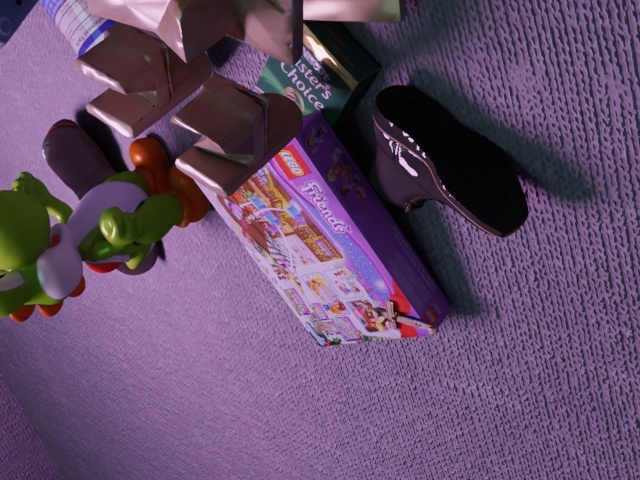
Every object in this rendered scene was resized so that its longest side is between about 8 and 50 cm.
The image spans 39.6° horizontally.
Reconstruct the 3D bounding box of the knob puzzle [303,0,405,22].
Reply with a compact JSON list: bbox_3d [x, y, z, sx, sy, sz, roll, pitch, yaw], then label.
[{"bbox_3d":[0.002,-0.309,0.848,0.213,0.030,0.213,22,128,31],"label":"knob puzzle"}]

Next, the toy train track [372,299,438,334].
[{"bbox_3d":[0.096,0.096,1.031,0.083,0.014,0.048,14,137,28],"label":"toy train track"}]

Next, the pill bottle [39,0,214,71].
[{"bbox_3d":[-0.252,-0.293,1.092,0.272,0.152,0.152,54,149,-4],"label":"pill bottle"}]

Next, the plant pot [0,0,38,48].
[{"bbox_3d":[-0.555,-0.384,1.292,0.252,0.247,0.247,7,145,25],"label":"plant pot"}]

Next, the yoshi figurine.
[{"bbox_3d":[-0.347,-0.037,1.270,0.203,0.362,0.203,54,150,0],"label":"yoshi figurine"}]

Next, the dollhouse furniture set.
[{"bbox_3d":[-0.156,-0.317,0.858,0.394,0.256,0.362,31,148,21],"label":"dollhouse furniture set"}]

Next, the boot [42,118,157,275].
[{"bbox_3d":[-0.376,-0.079,1.557,0.305,0.112,0.115,64,178,-26],"label":"boot"}]

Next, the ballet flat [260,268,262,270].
[{"bbox_3d":[-0.043,-0.001,1.217,0.052,0.057,0.168,22,152,-6],"label":"ballet flat"}]

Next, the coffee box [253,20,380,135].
[{"bbox_3d":[-0.013,-0.173,0.999,0.113,0.040,0.184,50,149,6],"label":"coffee box"}]

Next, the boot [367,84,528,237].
[{"bbox_3d":[0.125,-0.053,0.919,0.198,0.077,0.137,53,156,26],"label":"boot"}]

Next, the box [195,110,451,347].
[{"bbox_3d":[0.000,0.000,1.072,0.201,0.057,0.293,-12,120,47],"label":"box"}]
